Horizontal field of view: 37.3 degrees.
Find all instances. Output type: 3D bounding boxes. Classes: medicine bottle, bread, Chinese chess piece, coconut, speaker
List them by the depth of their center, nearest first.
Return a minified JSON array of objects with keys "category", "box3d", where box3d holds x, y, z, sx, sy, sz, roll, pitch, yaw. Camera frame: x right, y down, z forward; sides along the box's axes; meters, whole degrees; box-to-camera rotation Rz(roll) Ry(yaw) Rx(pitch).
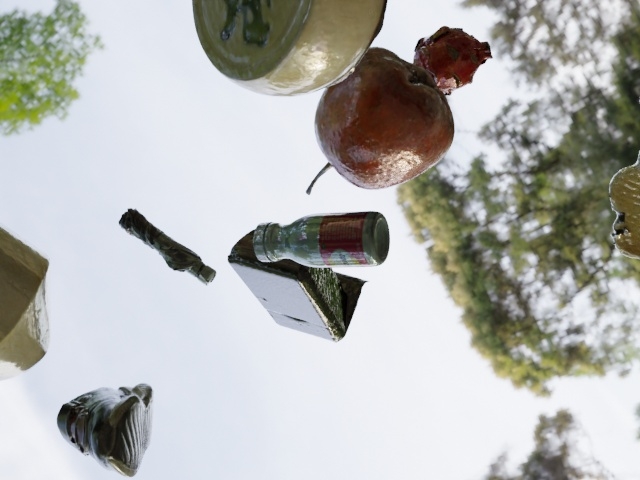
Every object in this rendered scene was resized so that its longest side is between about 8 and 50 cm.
[{"category":"coconut","box3d":[-0.396,0.066,1.036,0.222,0.202,0.202,45,-140,-21]},{"category":"Chinese chess piece","box3d":[-0.039,-0.288,1.050,0.104,0.257,0.257,0,-113,-41]},{"category":"medicine bottle","box3d":[0.000,0.000,1.547,0.090,0.216,0.091,-2,-90,-65]},{"category":"bread","box3d":[0.687,-0.061,1.755,0.316,0.316,0.054,56,-147,-6]},{"category":"speaker","box3d":[-0.033,0.070,2.026,0.184,0.180,0.388,-67,-25,-20]}]

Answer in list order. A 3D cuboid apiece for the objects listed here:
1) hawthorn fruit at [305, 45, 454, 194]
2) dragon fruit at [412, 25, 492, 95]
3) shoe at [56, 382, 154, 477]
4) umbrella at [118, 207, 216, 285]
[{"category":"hawthorn fruit","box3d":[0.102,-0.190,1.571,0.263,0.231,0.235,-63,-20,-10]},{"category":"dragon fruit","box3d":[0.248,-0.353,1.832,0.136,0.165,0.133,-90,-19,-61]},{"category":"shoe","box3d":[-0.271,0.231,1.171,0.227,0.112,0.099,-32,-56,-90]},{"category":"umbrella","box3d":[-0.258,0.015,1.584,0.188,0.046,0.050,36,-110,7]}]
